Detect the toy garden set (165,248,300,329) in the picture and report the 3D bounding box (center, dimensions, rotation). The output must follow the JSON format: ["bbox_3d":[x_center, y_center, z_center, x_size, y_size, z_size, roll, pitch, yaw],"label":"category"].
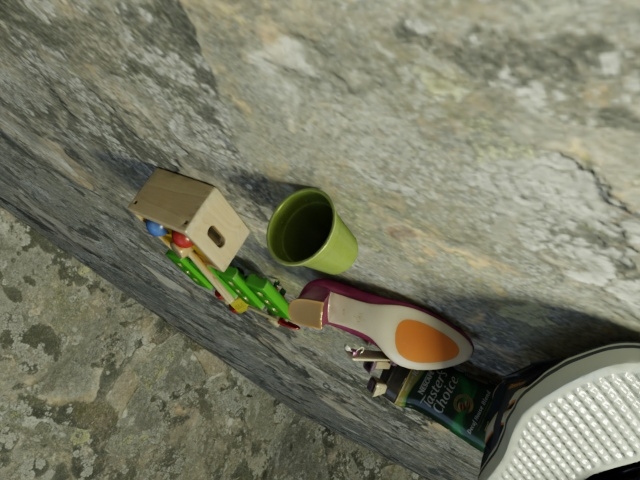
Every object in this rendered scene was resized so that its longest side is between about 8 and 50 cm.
[{"bbox_3d":[-0.135,0.088,1.054,0.244,0.049,0.204,15,154,35],"label":"toy garden set"}]

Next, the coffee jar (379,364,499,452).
[{"bbox_3d":[0.178,0.220,0.835,0.184,0.096,0.079,26,180,12],"label":"coffee jar"}]

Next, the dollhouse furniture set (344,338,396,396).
[{"bbox_3d":[0.045,0.152,0.826,0.081,0.091,0.114,9,-162,-29],"label":"dollhouse furniture set"}]

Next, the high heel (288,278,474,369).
[{"bbox_3d":[0.084,0.105,0.775,0.243,0.082,0.117,7,-168,17],"label":"high heel"}]

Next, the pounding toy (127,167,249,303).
[{"bbox_3d":[-0.170,-0.005,0.788,0.130,0.100,0.141,20,158,29],"label":"pounding toy"}]

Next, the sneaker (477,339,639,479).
[{"bbox_3d":[0.255,0.179,0.615,0.126,0.128,0.321,23,135,4],"label":"sneaker"}]

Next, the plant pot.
[{"bbox_3d":[0.000,0.000,0.603,0.083,0.083,0.079,14,167,39],"label":"plant pot"}]

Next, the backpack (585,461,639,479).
[{"bbox_3d":[0.386,0.331,0.641,0.225,0.191,0.253,-6,167,-2],"label":"backpack"}]
